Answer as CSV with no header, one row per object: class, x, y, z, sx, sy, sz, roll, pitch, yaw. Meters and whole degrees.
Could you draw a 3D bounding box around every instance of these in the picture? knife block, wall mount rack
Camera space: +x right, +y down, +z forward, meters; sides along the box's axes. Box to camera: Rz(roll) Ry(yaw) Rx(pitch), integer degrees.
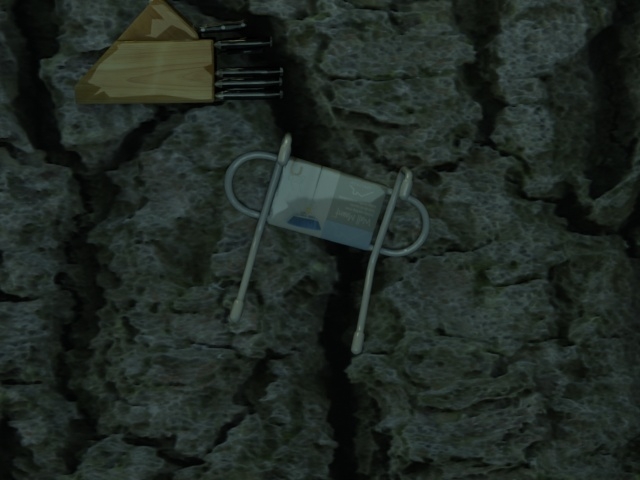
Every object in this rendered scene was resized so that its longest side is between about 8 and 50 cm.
knife block,-0.205,-0.248,1.484,0.242,0.088,0.275,43,98,-11
wall mount rack,0.000,0.000,1.537,0.350,0.130,0.304,16,103,-6
